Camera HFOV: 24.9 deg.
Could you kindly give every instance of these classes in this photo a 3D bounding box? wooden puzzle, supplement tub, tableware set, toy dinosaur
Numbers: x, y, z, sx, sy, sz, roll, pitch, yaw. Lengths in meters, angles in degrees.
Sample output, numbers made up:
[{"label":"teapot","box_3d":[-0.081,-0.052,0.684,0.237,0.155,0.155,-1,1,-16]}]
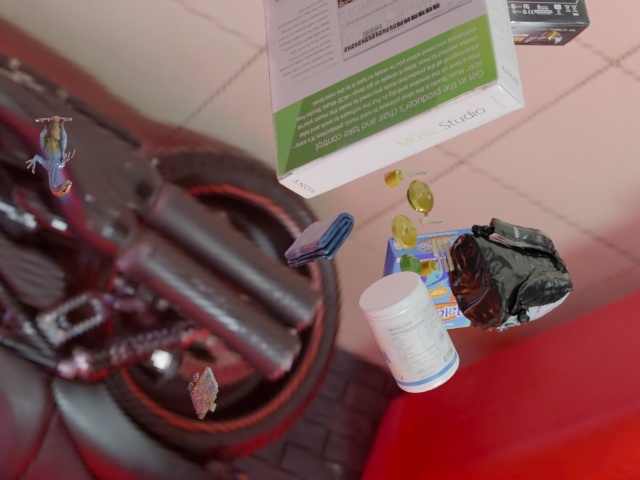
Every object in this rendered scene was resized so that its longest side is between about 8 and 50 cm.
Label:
[{"label":"wooden puzzle","box_3d":[-0.151,0.199,1.897,0.006,0.083,0.049,19,115,-32]},{"label":"supplement tub","box_3d":[0.090,0.093,1.466,0.071,0.071,0.107,-8,119,39]},{"label":"tableware set","box_3d":[0.122,-0.022,1.937,0.104,0.154,0.024,-6,167,-46]},{"label":"toy dinosaur","box_3d":[-0.279,-0.090,1.551,0.047,0.082,0.090,-2,-171,9]}]

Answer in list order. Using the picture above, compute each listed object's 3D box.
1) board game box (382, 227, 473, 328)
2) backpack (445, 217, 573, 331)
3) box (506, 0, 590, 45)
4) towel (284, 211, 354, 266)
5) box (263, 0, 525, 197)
[{"label":"board game box","box_3d":[0.182,0.071,2.397,0.160,0.047,0.210,-7,140,-11]},{"label":"backpack","box_3d":[0.262,0.052,2.010,0.182,0.152,0.115,-5,162,-47]},{"label":"box","box_3d":[0.158,-0.299,1.529,0.231,0.183,0.056,-3,163,-26]},{"label":"towel","box_3d":[0.000,0.000,1.812,0.029,0.067,0.119,43,159,-11]},{"label":"box","box_3d":[0.055,-0.220,1.336,0.232,0.322,0.058,-22,146,28]}]
